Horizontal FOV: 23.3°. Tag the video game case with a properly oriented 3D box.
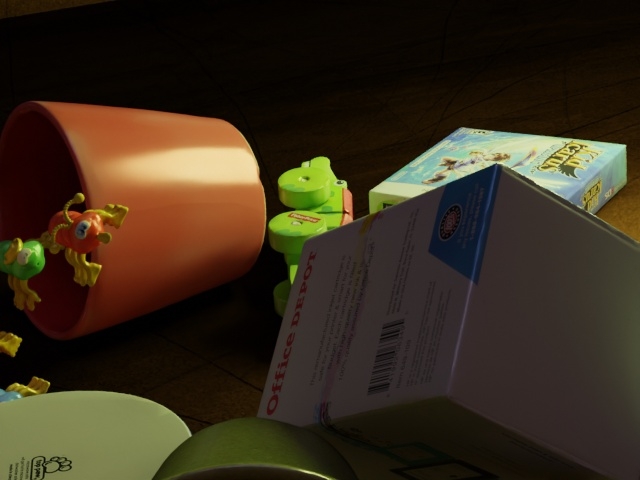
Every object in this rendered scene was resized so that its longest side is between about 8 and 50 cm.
[{"bbox_3d":[0.233,-0.069,1.997,0.244,0.061,0.269,10,27,29],"label":"video game case"}]

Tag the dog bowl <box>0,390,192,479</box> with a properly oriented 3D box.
[{"bbox_3d":[-0.230,0.235,1.328,0.264,0.104,0.265,-4,24,2],"label":"dog bowl"}]

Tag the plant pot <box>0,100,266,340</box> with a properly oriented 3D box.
[{"bbox_3d":[-0.214,-0.034,1.792,0.243,0.275,0.275,-8,21,-33],"label":"plant pot"}]

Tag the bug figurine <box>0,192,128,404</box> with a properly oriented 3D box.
[{"bbox_3d":[-0.303,0.075,1.557,0.072,0.279,0.216,29,-15,-31],"label":"bug figurine"}]

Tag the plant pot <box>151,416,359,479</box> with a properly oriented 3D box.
[{"bbox_3d":[-0.048,0.250,1.108,0.276,0.276,0.254,-5,11,0],"label":"plant pot"}]

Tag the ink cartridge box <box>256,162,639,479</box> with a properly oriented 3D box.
[{"bbox_3d":[0.111,0.093,1.267,0.197,0.198,0.270,27,-26,-26],"label":"ink cartridge box"}]

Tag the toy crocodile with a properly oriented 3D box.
[{"bbox_3d":[0.000,0.000,1.817,0.105,0.115,0.340,-2,26,4],"label":"toy crocodile"}]
